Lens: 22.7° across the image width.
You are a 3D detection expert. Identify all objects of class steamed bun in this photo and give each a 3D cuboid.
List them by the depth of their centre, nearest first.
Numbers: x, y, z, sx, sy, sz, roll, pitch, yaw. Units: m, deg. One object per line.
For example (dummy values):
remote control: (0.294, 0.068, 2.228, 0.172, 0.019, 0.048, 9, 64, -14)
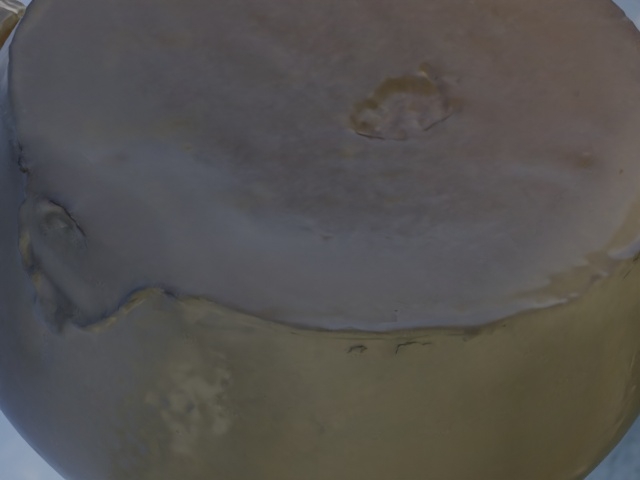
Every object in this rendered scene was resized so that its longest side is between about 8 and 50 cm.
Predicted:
steamed bun: (0.000, 0.000, 0.710, 0.324, 0.324, 0.206, -55, -16, -40)

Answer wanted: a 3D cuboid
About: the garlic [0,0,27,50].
garlic: (-0.296, -0.100, 1.318, 0.128, 0.090, 0.198, -43, -27, -51)
